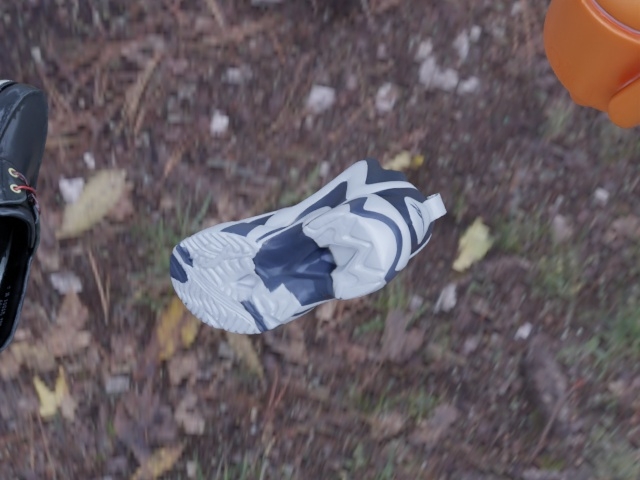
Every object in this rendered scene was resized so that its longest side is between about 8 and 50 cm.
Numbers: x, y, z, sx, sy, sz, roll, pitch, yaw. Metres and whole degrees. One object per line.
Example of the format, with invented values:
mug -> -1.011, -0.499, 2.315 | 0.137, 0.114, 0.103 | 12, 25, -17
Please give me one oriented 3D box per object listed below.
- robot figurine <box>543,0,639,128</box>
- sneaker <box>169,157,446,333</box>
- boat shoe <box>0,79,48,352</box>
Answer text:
robot figurine -> 0.228, -0.167, 1.369 | 0.128, 0.219, 0.158 | 37, 67, 12
sneaker -> 0.000, 0.000, 1.595 | 0.153, 0.235, 0.094 | -28, 95, -49
boat shoe -> -0.136, -0.009, 0.833 | 0.042, 0.049, 0.133 | -3, 59, 29
